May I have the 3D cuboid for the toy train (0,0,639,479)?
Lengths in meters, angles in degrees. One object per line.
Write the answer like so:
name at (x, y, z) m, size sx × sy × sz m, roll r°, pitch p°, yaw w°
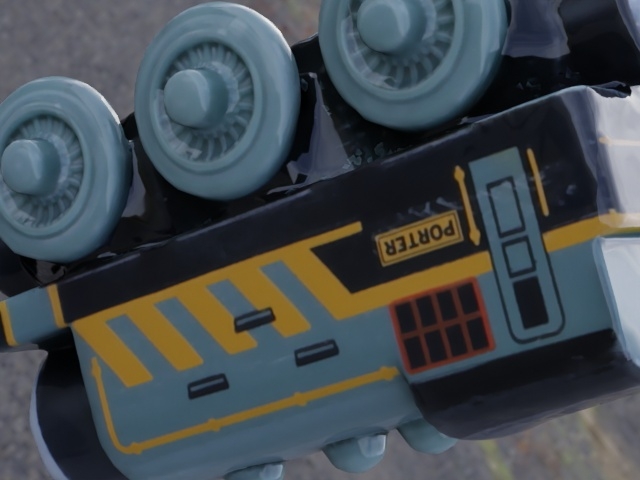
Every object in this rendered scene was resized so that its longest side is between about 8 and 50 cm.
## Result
toy train at (0.000, 0.000, 0.750) m, size 0.142 × 0.334 × 0.190 m, roll 2°, pitch 72°, yaw -58°
